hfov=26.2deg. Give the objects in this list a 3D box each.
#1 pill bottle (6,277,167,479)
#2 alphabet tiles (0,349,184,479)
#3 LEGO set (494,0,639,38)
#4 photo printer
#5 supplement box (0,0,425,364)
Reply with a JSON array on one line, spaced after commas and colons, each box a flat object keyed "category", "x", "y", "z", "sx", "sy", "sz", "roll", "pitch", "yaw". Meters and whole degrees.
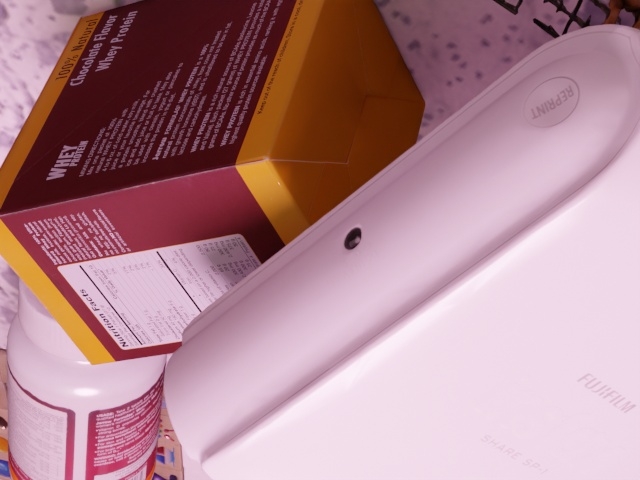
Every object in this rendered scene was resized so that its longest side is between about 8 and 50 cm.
[{"category": "pill bottle", "x": -0.181, "y": 0.107, "z": 1.062, "sx": 0.121, "sy": 0.121, "sz": 0.221, "roll": 14, "pitch": 132, "yaw": 3}, {"category": "alphabet tiles", "x": -0.219, "y": 0.186, "z": 1.243, "sx": 0.198, "sy": 0.009, "sz": 0.237, "roll": 10, "pitch": 137, "yaw": 7}, {"category": "LEGO set", "x": 0.176, "y": -0.199, "z": 0.638, "sx": 0.331, "sy": 0.192, "sz": 0.255, "roll": 30, "pitch": 165, "yaw": -8}, {"category": "photo printer", "x": 0.115, "y": 0.043, "z": 0.689, "sx": 0.307, "sy": 0.107, "sz": 0.256, "roll": -37, "pitch": 133, "yaw": 22}, {"category": "supplement box", "x": -0.063, "y": -0.049, "z": 0.815, "sx": 0.194, "sy": 0.191, "sz": 0.129, "roll": -10, "pitch": 132, "yaw": 26}]
